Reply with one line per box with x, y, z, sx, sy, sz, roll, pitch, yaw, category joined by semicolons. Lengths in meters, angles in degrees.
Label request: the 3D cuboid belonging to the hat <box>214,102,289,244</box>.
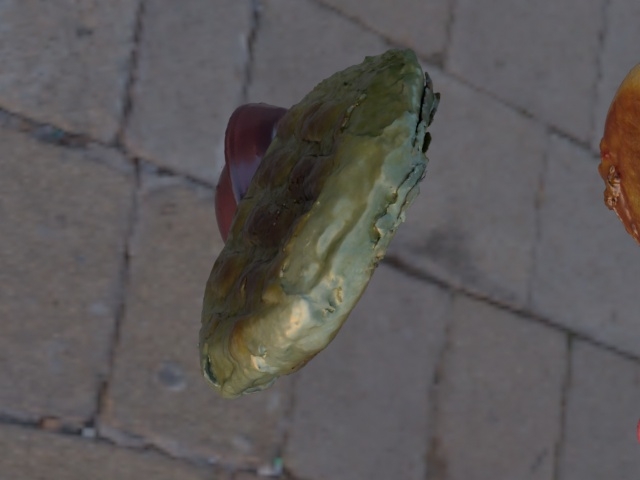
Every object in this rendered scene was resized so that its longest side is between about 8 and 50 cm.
-0.037;-0.022;1.560;0.205;0.089;0.205;50;29;-40;hat

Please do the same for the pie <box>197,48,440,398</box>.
-0.008;-0.019;1.314;0.071;0.306;0.306;26;66;-16;pie

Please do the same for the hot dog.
0.375;-0.072;1.818;0.150;0.153;0.256;-22;96;-19;hot dog

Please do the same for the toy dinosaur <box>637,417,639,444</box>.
0.241;0.013;0.831;0.286;0.070;0.139;-27;97;-31;toy dinosaur
